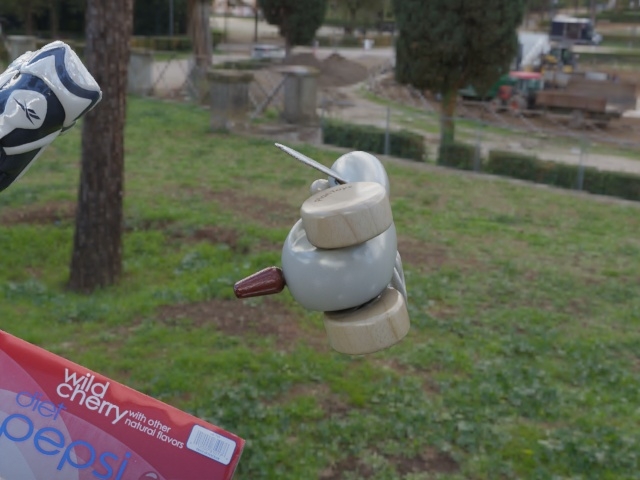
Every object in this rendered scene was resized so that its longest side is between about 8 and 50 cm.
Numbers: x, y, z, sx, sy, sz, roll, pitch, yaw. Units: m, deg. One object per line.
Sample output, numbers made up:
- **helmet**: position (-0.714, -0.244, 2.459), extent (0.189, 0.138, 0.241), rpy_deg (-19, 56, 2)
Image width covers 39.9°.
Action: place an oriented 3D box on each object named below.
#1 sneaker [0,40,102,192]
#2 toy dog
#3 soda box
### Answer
- **sneaker**: position (-0.317, -0.112, 0.877), extent (0.153, 0.094, 0.235), rpy_deg (-41, 24, -22)
- **toy dog**: position (0.000, 0.000, 0.928), extent (0.160, 0.220, 0.333), rpy_deg (-9, 1, 5)
- **soda box**: position (-0.185, 0.109, 0.522), extent (0.263, 0.083, 0.092), rpy_deg (27, -27, -11)
